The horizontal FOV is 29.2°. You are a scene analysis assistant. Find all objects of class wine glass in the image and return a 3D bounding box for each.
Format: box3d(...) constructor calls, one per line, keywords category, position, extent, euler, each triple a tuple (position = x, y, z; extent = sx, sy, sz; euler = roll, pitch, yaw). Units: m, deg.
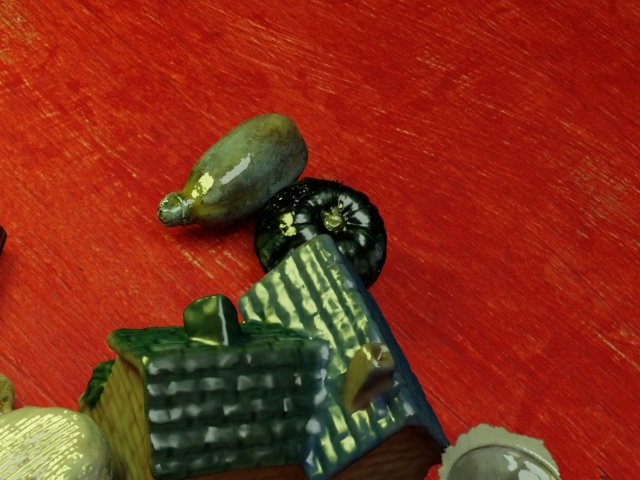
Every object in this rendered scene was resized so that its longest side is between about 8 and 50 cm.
box3d(category="wine glass", position=(0.193, 0.433, 1.665), extent=(0.238, 0.323, 0.238), euler=(15, 45, -15))

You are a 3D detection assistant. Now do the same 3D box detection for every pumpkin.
box3d(category="pumpkin", position=(0.000, 0.000, 2.108), extent=(0.233, 0.163, 0.233), euler=(11, 54, -15))

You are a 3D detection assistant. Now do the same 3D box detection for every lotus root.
box3d(category="lotus root", position=(-0.144, -0.103, 2.153), extent=(0.140, 0.158, 0.322), euler=(33, 51, 19))

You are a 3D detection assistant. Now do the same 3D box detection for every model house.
box3d(category="model house", position=(-0.077, 0.200, 1.720), extent=(0.445, 0.400, 0.395), euler=(-4, 53, -26))

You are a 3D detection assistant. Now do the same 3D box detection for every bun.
box3d(category="bun", position=(-0.382, 0.330, 1.629), extent=(0.239, 0.141, 0.239), euler=(-12, 36, 9))

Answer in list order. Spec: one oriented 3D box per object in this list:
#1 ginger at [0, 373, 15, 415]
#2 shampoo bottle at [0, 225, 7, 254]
box3d(category="ginger", position=(-0.537, 0.264, 1.691), extent=(0.131, 0.086, 0.294), euler=(18, 29, 29))
box3d(category="shampoo bottle", position=(-0.560, 0.071, 1.870), extent=(0.102, 0.064, 0.260), euler=(19, 44, -11))
